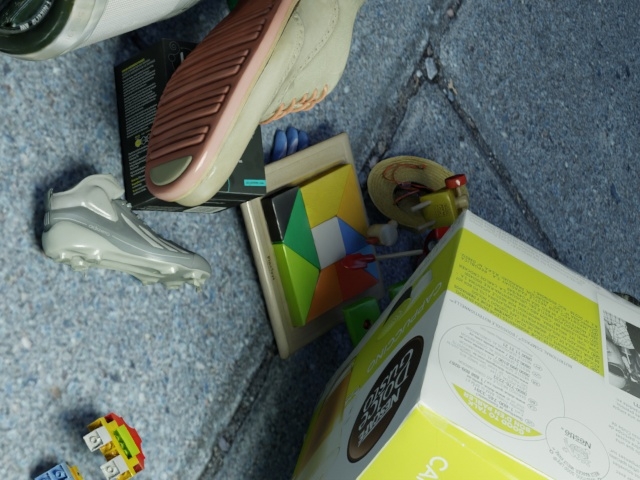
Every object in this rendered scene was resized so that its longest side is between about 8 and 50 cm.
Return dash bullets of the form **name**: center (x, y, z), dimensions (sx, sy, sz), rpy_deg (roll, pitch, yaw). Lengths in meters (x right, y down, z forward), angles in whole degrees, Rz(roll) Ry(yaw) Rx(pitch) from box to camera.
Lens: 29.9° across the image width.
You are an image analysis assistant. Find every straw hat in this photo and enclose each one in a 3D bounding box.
- **straw hat**: center (0.126, -0.045, 1.606), dimensions (0.061, 0.144, 0.144), rpy_deg (99, 19, -44)

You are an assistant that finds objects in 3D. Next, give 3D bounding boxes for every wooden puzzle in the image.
- **wooden puzzle**: center (0.000, 0.000, 1.444), dimensions (0.238, 0.044, 0.221), rpy_deg (-30, 110, -51)

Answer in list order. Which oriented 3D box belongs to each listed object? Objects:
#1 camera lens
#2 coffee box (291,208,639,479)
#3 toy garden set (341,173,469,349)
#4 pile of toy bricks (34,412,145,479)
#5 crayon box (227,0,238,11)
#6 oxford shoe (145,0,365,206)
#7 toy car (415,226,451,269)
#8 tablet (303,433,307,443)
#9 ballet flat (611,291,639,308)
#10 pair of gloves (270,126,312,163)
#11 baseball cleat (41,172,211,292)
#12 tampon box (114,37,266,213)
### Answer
- **camera lens**: center (-0.223, -0.304, 1.143), dimensions (0.274, 0.219, 0.219), rpy_deg (-34, 106, -49)
- **coffee box**: center (0.181, 0.243, 1.233), dimensions (0.338, 0.338, 0.334), rpy_deg (30, 35, -5)
- **toy garden set**: center (0.121, 0.045, 1.491), dimensions (0.244, 0.049, 0.204), rpy_deg (-23, 103, -28)
- **pile of toy bricks**: center (-0.181, 0.277, 1.138), dimensions (0.212, 0.118, 0.105), rpy_deg (60, 11, 4)
- **crayon box**: center (0.024, -0.354, 1.498), dimensions (0.278, 0.165, 0.081), rpy_deg (-22, 97, -51)
- **oxford shoe**: center (-0.042, -0.174, 1.213), dimensions (0.146, 0.140, 0.397), rpy_deg (46, 56, -31)
- **toy car**: center (0.154, 0.124, 1.606), dimensions (0.225, 0.053, 0.239), rpy_deg (-41, 111, -47)
- **tablet**: center (-0.001, 0.271, 1.413), dimensions (0.054, 0.006, 0.083), rpy_deg (16, 67, -47)
- **ballet flat**: center (0.279, 0.211, 1.571), dimensions (0.483, 0.164, 0.182), rpy_deg (-53, 129, -23)
- **pair of gloves**: center (-0.066, -0.091, 1.428), dimensions (0.198, 0.023, 0.159), rpy_deg (35, 54, -38)
- **baseball cleat**: center (-0.190, -0.011, 1.217), dimensions (0.206, 0.072, 0.109), rpy_deg (16, 63, -50)
- **tampon box**: center (-0.138, -0.118, 1.274), dimensions (0.120, 0.101, 0.161), rpy_deg (2, 78, -40)
